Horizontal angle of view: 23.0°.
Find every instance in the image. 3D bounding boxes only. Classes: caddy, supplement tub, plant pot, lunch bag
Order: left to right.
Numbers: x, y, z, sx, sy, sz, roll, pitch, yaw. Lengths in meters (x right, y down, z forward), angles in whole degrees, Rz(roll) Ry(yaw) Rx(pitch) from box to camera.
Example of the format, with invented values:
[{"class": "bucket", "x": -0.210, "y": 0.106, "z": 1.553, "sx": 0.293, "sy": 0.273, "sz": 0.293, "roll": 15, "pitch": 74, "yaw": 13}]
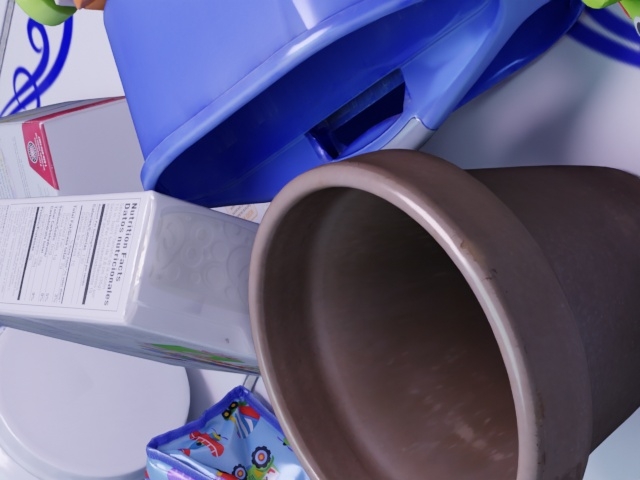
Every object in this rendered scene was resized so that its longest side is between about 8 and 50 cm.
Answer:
[{"class": "supplement tub", "x": -0.277, "y": 0.224, "z": 1.630, "sx": 0.235, "sy": 0.235, "sz": 0.325, "roll": 57, "pitch": 143, "yaw": 19}, {"class": "lunch bag", "x": -0.020, "y": 0.311, "z": 1.443, "sx": 0.293, "sy": 0.138, "sz": 0.221, "roll": 28, "pitch": 128, "yaw": 29}, {"class": "caddy", "x": 0.013, "y": -0.127, "z": 1.040, "sx": 0.341, "sy": 0.241, "sz": 0.179, "roll": -33, "pitch": 74, "yaw": 41}, {"class": "plant pot", "x": 0.121, "y": 0.051, "z": 1.005, "sx": 0.263, "sy": 0.229, "sz": 0.263, "roll": 29, "pitch": 128, "yaw": 45}]

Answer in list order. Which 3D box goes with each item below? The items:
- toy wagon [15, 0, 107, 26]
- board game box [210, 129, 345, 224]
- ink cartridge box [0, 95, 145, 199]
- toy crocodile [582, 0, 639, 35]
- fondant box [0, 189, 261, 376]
[{"class": "toy wagon", "x": -0.088, "y": -0.226, "z": 1.044, "sx": 0.267, "sy": 0.344, "sz": 0.068, "roll": -31, "pitch": 80, "yaw": 28}, {"class": "board game box", "x": 0.000, "y": 0.000, "z": 1.292, "sx": 0.242, "sy": 0.064, "sz": 0.316, "roll": -40, "pitch": 73, "yaw": 54}, {"class": "ink cartridge box", "x": -0.246, "y": -0.068, "z": 1.541, "sx": 0.176, "sy": 0.127, "sz": 0.128, "roll": 3, "pitch": 109, "yaw": 53}, {"class": "toy crocodile", "x": 0.162, "y": -0.219, "z": 0.924, "sx": 0.340, "sy": 0.115, "sz": 0.105, "roll": 57, "pitch": 168, "yaw": 21}, {"class": "fondant box", "x": -0.120, "y": 0.039, "z": 1.201, "sx": 0.330, "sy": 0.238, "sz": 0.096, "roll": 2, "pitch": 77, "yaw": 54}]
